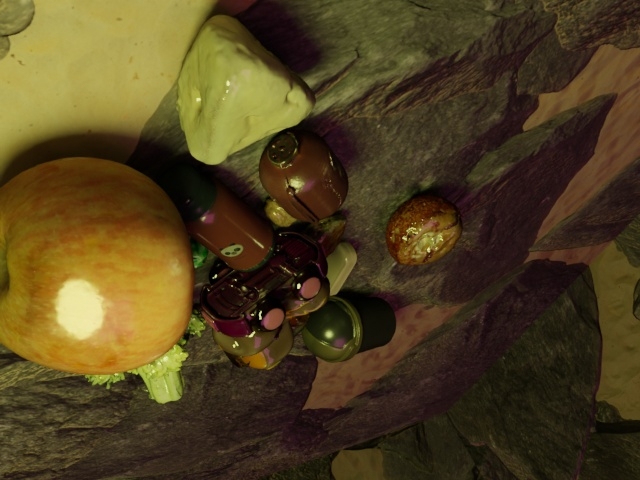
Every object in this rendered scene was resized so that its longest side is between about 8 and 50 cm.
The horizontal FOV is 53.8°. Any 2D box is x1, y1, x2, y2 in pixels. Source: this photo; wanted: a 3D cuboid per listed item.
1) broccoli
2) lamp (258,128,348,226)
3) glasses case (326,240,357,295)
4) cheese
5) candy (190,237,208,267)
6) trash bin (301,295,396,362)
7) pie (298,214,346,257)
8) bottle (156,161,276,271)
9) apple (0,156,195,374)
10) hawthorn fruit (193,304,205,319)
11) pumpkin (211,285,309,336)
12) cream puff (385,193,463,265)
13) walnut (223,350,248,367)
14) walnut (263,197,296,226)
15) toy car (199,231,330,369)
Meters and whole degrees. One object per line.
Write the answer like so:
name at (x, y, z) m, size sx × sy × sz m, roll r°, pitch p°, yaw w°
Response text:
broccoli at (-0.387, 0.234, 1.470) m, size 0.347 × 0.281 × 0.293 m, roll -1°, pitch -164°, yaw 46°
lamp at (-0.034, -0.133, 1.392) m, size 0.180 × 0.180 × 0.258 m, roll -34°, pitch 147°, yaw 6°
glasses case at (0.044, 0.085, 1.860) m, size 0.050 × 0.083 × 0.196 m, roll -6°, pitch 143°, yaw -33°
cheese at (-0.129, -0.282, 1.106) m, size 0.251 × 0.174 × 0.248 m, roll -19°, pitch 156°, yaw -16°
candy at (-0.413, 0.025, 1.419) m, size 0.323 × 0.097 × 0.097 m, roll -1°, pitch 139°, yaw -25°
trash bin at (0.084, 0.282, 2.053) m, size 0.333 × 0.214 × 0.214 m, roll -1°, pitch 138°, yaw -45°
pie at (0.000, 0.000, 1.711) m, size 0.163 × 0.079 × 0.193 m, roll -2°, pitch 139°, yaw -53°
bottle at (-0.228, -0.052, 1.382) m, size 0.144 × 0.144 × 0.336 m, roll -34°, pitch 148°, yaw 6°
apple at (-0.422, 0.048, 1.140) m, size 0.346 × 0.391 × 0.391 m, roll 0°, pitch 138°, yaw -41°
hawthorn fruit at (-0.354, 0.221, 1.750) m, size 0.066 × 0.067 × 0.103 m, roll -2°, pitch 151°, yaw -38°
pumpkin at (-0.158, 0.188, 1.736) m, size 0.139 × 0.190 × 0.280 m, roll -40°, pitch 147°, yaw 18°
cream puff at (0.297, -0.035, 1.828) m, size 0.240 × 0.164 × 0.240 m, roll -11°, pitch 133°, yaw -12°
walnut at (-0.232, 0.311, 1.907) m, size 0.137 × 0.137 × 0.245 m, roll -25°, pitch 140°, yaw -8°
walnut at (-0.094, -0.075, 1.527) m, size 0.079 × 0.082 × 0.096 m, roll -59°, pitch 147°, yaw -7°
toy car at (-0.119, 0.155, 1.567) m, size 0.340 × 0.271 × 0.240 m, roll -37°, pitch 129°, yaw -18°
